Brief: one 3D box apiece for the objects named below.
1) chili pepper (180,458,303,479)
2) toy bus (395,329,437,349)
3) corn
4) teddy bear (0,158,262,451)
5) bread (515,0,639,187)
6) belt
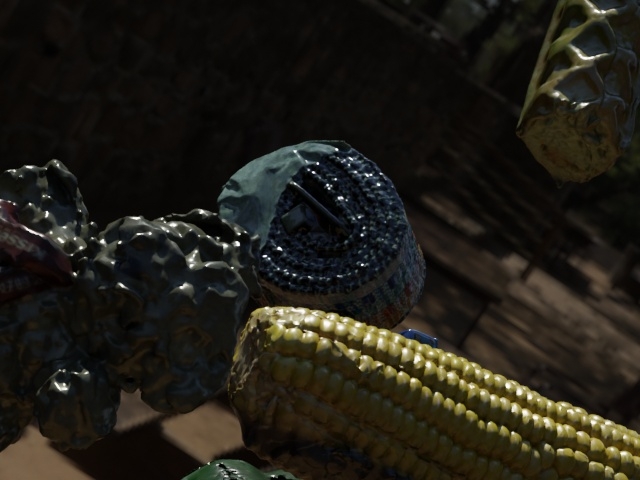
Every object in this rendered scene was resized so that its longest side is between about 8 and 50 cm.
[{"bbox_3d":[-0.066,0.346,1.403,0.233,0.248,0.257,14,-2,-13],"label":"chili pepper"},{"bbox_3d":[0.060,0.138,1.594,0.153,0.051,0.061,-19,-38,39],"label":"toy bus"},{"bbox_3d":[0.058,0.085,0.576,0.203,0.072,0.072,25,9,-13],"label":"corn"},{"bbox_3d":[-0.237,0.046,1.320,0.224,0.368,0.357,66,7,-49],"label":"teddy bear"},{"bbox_3d":[0.234,-0.174,1.191,0.087,0.269,0.098,-4,-38,37],"label":"bread"},{"bbox_3d":[0.000,0.000,1.711,0.257,0.207,0.150,42,-16,36],"label":"belt"}]
